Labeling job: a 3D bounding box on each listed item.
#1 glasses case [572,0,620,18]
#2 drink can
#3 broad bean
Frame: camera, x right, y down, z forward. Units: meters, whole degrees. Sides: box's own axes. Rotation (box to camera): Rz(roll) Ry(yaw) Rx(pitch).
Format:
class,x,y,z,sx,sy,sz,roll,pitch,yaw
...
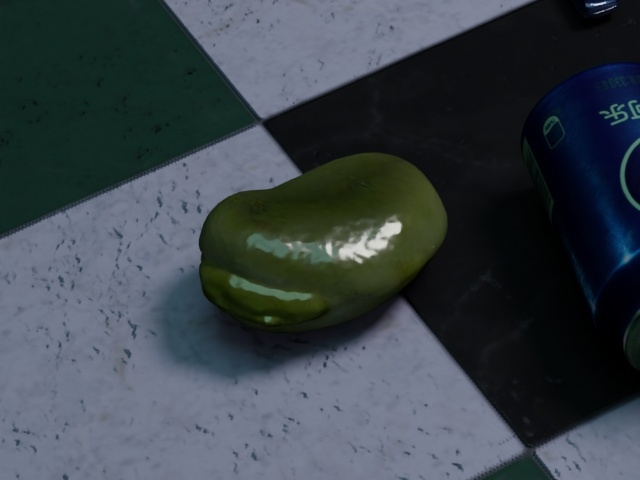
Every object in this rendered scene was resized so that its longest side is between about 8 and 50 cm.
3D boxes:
class,x,y,z,sx,sy,sz,roll,pitch,yaw
glasses case,0.204,-0.200,1.445,0.033,0.023,0.083,-9,49,-10
drink can,0.210,-0.016,1.214,0.118,0.118,0.205,-12,49,-6
broad bean,0.000,0.000,1.241,0.174,0.082,0.124,-22,47,-13
